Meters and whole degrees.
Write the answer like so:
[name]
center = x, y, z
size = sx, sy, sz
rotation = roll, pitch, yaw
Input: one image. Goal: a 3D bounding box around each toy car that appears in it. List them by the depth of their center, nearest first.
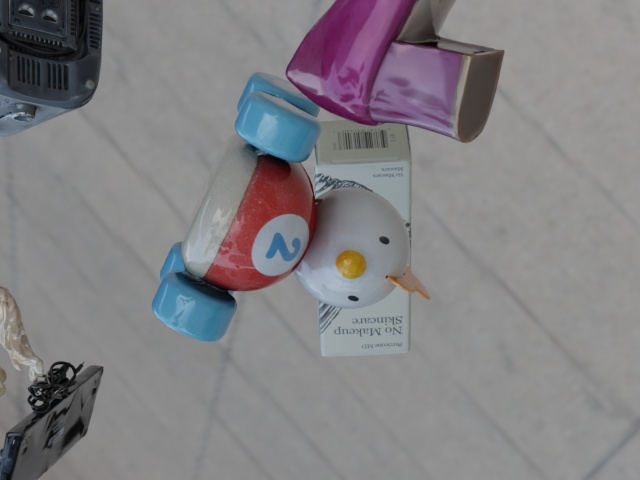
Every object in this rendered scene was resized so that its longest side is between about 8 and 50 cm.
[toy car]
center = 0.000, 0.000, 1.749
size = 0.238, 0.219, 0.210
rotation = 24, -168, -6

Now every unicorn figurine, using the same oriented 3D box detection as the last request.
[unicorn figurine]
center = -0.264, 0.063, 1.422
size = 0.162, 0.060, 0.111
rotation = -18, 101, 38

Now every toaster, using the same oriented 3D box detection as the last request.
[toaster]
center = -0.267, -0.193, 1.610
size = 0.146, 0.129, 0.227
rotation = -24, 64, 48

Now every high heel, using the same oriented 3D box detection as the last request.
[high heel]
center = 0.077, -0.272, 1.511
size = 0.181, 0.377, 0.127
rotation = 19, -171, 29

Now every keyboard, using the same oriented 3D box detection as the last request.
[keyboard]
center = -0.225, 0.141, 1.553
size = 0.038, 0.100, 0.192
rotation = 20, -164, 8

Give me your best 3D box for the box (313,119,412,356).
[box]
center = 0.048, -0.002, 2.188
size = 0.094, 0.113, 0.275
rotation = -94, 1, -54
